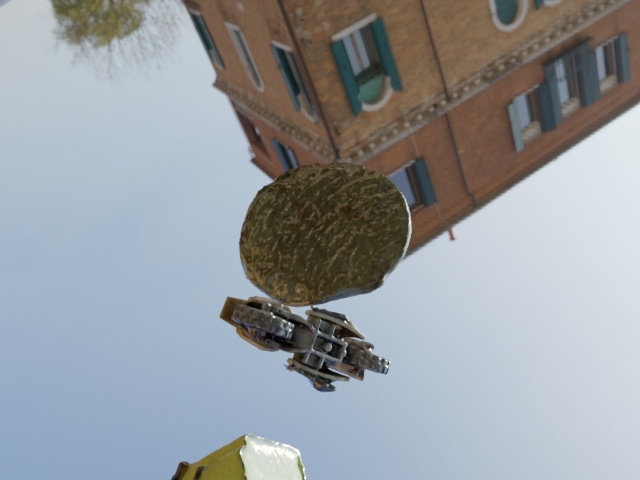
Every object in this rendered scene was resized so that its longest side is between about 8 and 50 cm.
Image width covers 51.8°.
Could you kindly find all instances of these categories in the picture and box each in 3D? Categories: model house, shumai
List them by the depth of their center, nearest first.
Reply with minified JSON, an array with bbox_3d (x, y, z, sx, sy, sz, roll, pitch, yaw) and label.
[{"bbox_3d":[0.000,-0.001,0.493,0.123,0.099,0.087,-11,172,-8],"label":"shumai"},{"bbox_3d":[-0.145,0.432,1.047,0.211,0.194,0.170,-28,-122,15],"label":"model house"}]

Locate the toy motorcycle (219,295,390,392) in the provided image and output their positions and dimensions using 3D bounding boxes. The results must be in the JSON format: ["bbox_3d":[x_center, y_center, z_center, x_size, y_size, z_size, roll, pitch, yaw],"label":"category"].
[{"bbox_3d":[-0.024,0.120,0.797,0.130,0.229,0.094,12,-102,53],"label":"toy motorcycle"}]

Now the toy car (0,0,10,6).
[{"bbox_3d":[-0.217,-0.264,0.315,0.240,0.341,0.271,-13,-137,-15],"label":"toy car"}]
